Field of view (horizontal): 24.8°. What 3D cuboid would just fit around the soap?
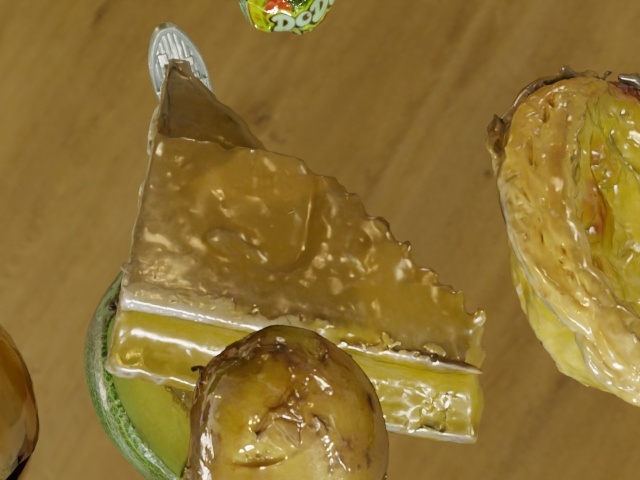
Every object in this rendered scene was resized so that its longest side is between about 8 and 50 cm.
[{"bbox_3d":[0.000,0.000,1.295,0.338,0.169,0.304,12,54,-7],"label":"soap"}]

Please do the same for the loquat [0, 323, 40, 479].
[{"bbox_3d":[-0.356,0.141,1.147,0.263,0.263,0.263,-14,58,24],"label":"loquat"}]

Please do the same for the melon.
[{"bbox_3d":[-0.177,0.114,1.484,0.129,0.169,0.265,-21,35,42],"label":"melon"}]

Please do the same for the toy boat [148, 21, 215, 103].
[{"bbox_3d":[-0.180,-0.188,1.973,0.078,0.260,0.085,-16,43,-4],"label":"toy boat"}]

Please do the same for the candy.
[{"bbox_3d":[-0.072,-0.294,1.326,0.091,0.083,0.305,-20,51,-13],"label":"candy"}]

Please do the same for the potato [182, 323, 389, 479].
[{"bbox_3d":[-0.024,0.137,0.880,0.137,0.137,0.176,49,137,39],"label":"potato"}]

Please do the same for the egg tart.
[{"bbox_3d":[0.211,0.009,0.982,0.095,0.279,0.279,-39,46,40],"label":"egg tart"}]
